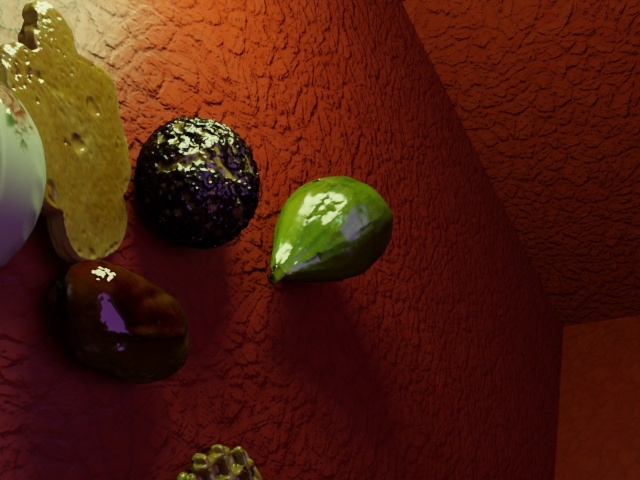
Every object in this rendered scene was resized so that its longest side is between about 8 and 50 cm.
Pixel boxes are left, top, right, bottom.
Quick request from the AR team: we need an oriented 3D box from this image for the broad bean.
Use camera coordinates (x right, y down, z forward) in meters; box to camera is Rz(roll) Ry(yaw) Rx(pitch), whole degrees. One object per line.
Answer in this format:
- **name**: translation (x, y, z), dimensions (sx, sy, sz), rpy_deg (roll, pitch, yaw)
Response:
- **broad bean**: translation (-0.289, 0.121, 0.908), dimensions (0.228, 0.122, 0.156), rpy_deg (44, 33, -41)

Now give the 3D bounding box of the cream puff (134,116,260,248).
- **cream puff**: translation (-0.202, -0.103, 1.081), dimensions (0.239, 0.164, 0.239), rpy_deg (29, 52, -45)

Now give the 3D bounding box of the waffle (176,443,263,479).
- **waffle**: translation (-0.155, 0.469, 1.015), dimensions (0.249, 0.056, 0.253), rpy_deg (53, 38, -28)

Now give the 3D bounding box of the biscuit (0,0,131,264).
- **biscuit**: translation (-0.372, -0.150, 0.897), dimensions (0.269, 0.051, 0.376), rpy_deg (-38, 120, -74)

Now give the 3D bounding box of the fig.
- **fig**: translation (0.002, -0.026, 1.293), dimensions (0.314, 0.233, 0.233), rpy_deg (2, 75, -50)

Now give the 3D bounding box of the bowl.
- **bowl**: translation (-0.417, -0.069, 0.693), dimensions (0.145, 0.277, 0.277), rpy_deg (5, 72, -68)
